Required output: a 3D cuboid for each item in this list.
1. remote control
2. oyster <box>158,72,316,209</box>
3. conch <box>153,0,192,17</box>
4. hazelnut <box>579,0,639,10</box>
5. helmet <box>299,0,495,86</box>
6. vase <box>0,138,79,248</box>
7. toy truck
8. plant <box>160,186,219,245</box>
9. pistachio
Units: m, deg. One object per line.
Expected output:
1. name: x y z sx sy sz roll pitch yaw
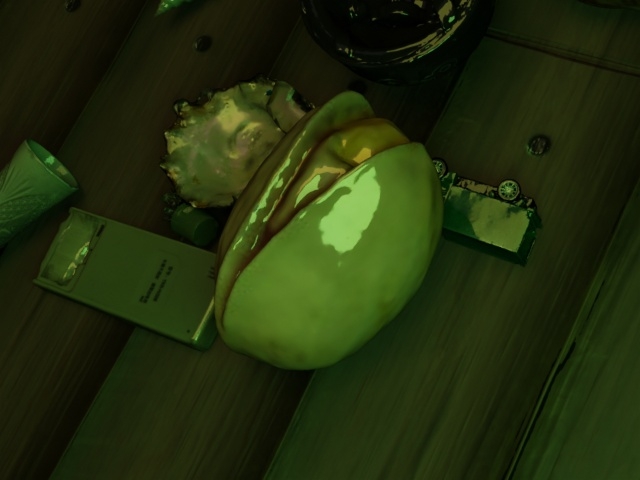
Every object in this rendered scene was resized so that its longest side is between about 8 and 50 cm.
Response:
1. remote control: -0.238 0.044 1.253 0.285 0.038 0.123 15 74 27
2. oyster: -0.079 -0.124 1.231 0.260 0.092 0.198 -10 63 25
3. conch: -0.171 -0.376 1.387 0.180 0.088 0.065 -45 104 -8
4. hazelnut: 0.345 -0.353 1.116 0.182 0.182 0.182 -7 67 18
5. helmet: 0.104 -0.304 1.189 0.231 0.160 0.278 -11 66 21
6. vase: -0.436 -0.029 1.325 0.219 0.096 0.096 -44 61 3
7. toy truck: 0.173 -0.035 1.111 0.147 0.065 0.079 22 82 25
8. plant: -0.174 -0.032 1.250 0.102 0.051 0.051 35 84 39
9. pistachio: 0.000 0.000 1.068 0.230 0.230 0.308 43 115 29
